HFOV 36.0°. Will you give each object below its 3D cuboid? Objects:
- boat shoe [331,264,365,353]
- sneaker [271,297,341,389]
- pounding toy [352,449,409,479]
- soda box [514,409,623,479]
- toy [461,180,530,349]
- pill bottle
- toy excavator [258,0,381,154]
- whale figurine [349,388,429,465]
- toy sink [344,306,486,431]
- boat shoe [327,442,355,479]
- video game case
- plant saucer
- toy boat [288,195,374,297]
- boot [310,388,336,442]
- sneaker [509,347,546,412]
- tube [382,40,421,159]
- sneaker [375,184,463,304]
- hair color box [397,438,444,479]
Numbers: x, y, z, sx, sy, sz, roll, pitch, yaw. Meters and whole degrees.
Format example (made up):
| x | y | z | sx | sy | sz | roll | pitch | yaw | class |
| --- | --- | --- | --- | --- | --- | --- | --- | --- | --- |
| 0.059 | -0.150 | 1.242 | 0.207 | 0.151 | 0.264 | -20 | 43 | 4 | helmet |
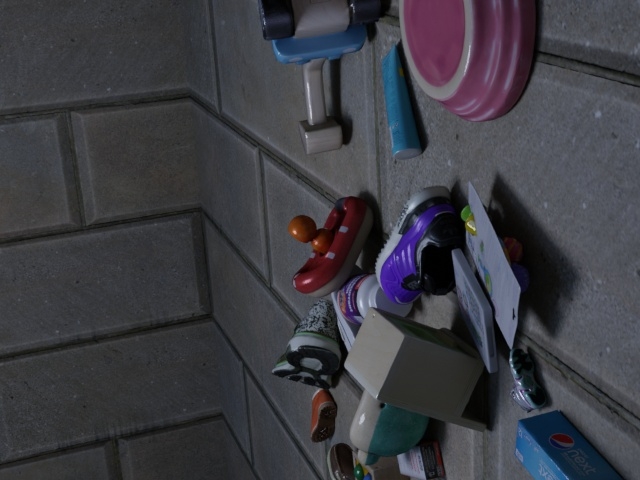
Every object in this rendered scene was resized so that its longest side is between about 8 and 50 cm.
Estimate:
| x | y | z | sx | sy | sz | roll | pitch | yaw | class |
| --- | --- | --- | --- | --- | --- | --- | --- | --- | --- |
| 0.081 | 0.180 | 2.135 | 0.267 | 0.096 | 0.088 | 67 | 155 | 13 | boat shoe |
| -0.012 | 0.257 | 2.466 | 0.410 | 0.158 | 0.182 | 124 | 165 | -68 | sneaker |
| 0.146 | 0.565 | 2.128 | 0.206 | 0.094 | 0.181 | -157 | 59 | -70 | pounding toy |
| 0.357 | 0.331 | 1.385 | 0.210 | 0.071 | 0.067 | -128 | 32 | -55 | soda box |
| 0.277 | 0.030 | 1.495 | 0.237 | 0.056 | 0.136 | -110 | 11 | -45 | toy |
| 0.112 | 0.118 | 1.967 | 0.193 | 0.108 | 0.108 | 170 | 90 | -72 | pill bottle |
| -0.014 | -0.418 | 1.982 | 0.445 | 0.223 | 0.432 | 122 | 137 | -84 | toy excavator |
| 0.147 | 0.357 | 1.981 | 0.272 | 0.141 | 0.216 | 75 | -145 | -70 | whale figurine |
| 0.188 | 0.219 | 1.708 | 0.131 | 0.234 | 0.153 | -66 | 24 | 7 | toy sink |
| 0.100 | 0.576 | 2.311 | 0.257 | 0.095 | 0.095 | 61 | 141 | 33 | boat shoe |
| 0.250 | 0.113 | 1.599 | 0.157 | 0.019 | 0.143 | -108 | 3 | -51 | video game case |
| 0.204 | -0.340 | 1.479 | 0.332 | 0.084 | 0.332 | 170 | 90 | -72 | plant saucer |
| 0.000 | 0.000 | 2.052 | 0.231 | 0.151 | 0.151 | -65 | 17 | -11 | toy boat |
| 0.002 | 0.460 | 2.588 | 0.084 | 0.059 | 0.157 | -116 | 32 | -48 | boot |
| 0.309 | 0.221 | 1.529 | 0.069 | 0.038 | 0.098 | 119 | 138 | -62 | sneaker |
| 0.140 | -0.251 | 1.790 | 0.080 | 0.052 | 0.207 | 138 | 126 | -64 | tube |
| 0.180 | 0.050 | 1.731 | 0.293 | 0.102 | 0.146 | 103 | 151 | -50 | sneaker |
| 0.198 | 0.438 | 1.983 | 0.141 | 0.043 | 0.071 | 157 | 102 | -73 | hair color box |
